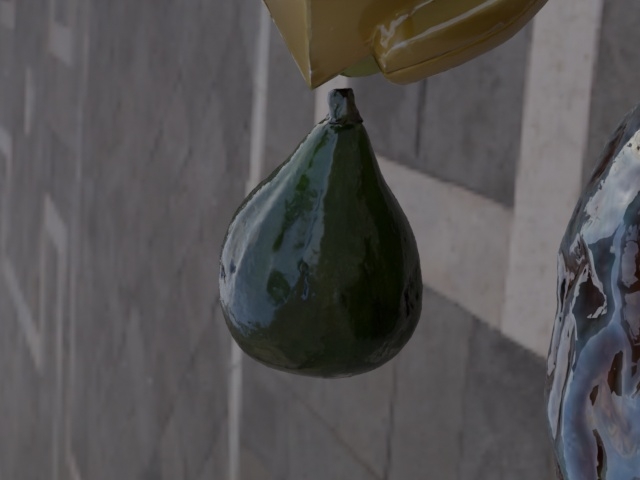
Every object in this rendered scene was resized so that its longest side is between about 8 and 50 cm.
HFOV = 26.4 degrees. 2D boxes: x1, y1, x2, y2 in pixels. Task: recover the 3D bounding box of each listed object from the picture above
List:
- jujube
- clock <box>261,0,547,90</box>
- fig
[{"bbox_3d":[0.232,0.054,0.719,0.246,0.215,0.308,138,135,-63],"label":"jujube"},{"bbox_3d":[0.087,-0.235,0.636,0.244,0.317,0.200,64,180,11],"label":"clock"},{"bbox_3d":[0.000,0.000,0.742,0.177,0.117,0.117,94,166,-47],"label":"fig"}]
